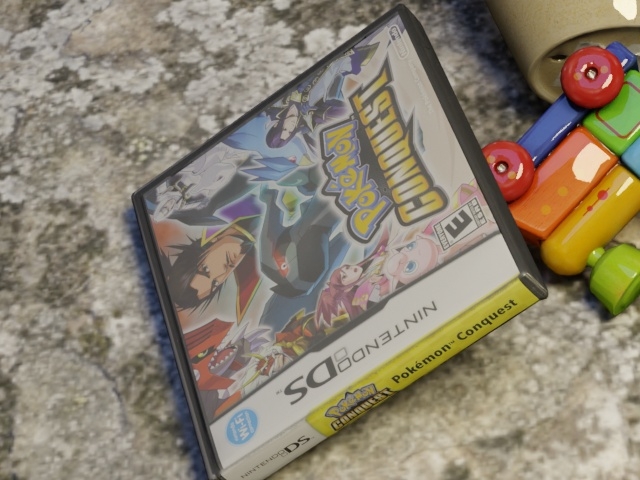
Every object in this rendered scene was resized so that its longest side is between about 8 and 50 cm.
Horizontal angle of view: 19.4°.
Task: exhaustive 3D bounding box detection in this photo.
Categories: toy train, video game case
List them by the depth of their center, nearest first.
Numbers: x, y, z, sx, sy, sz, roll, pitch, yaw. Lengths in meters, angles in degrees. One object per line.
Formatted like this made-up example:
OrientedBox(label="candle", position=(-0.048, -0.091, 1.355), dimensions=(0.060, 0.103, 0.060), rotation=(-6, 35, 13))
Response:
OrientedBox(label="video game case", position=(0.000, 0.000, 1.260), dimensions=(0.248, 0.035, 0.274), rotation=(-35, 46, 15))
OrientedBox(label="toy train", position=(0.163, -0.001, 1.268), dimensions=(0.143, 0.105, 0.248), rotation=(43, 89, 19))

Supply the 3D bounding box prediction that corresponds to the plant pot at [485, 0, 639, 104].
OrientedBox(label="plant pot", position=(0.204, -0.242, 1.386), dimensions=(0.257, 0.256, 0.274), rotation=(-5, 65, 7))
